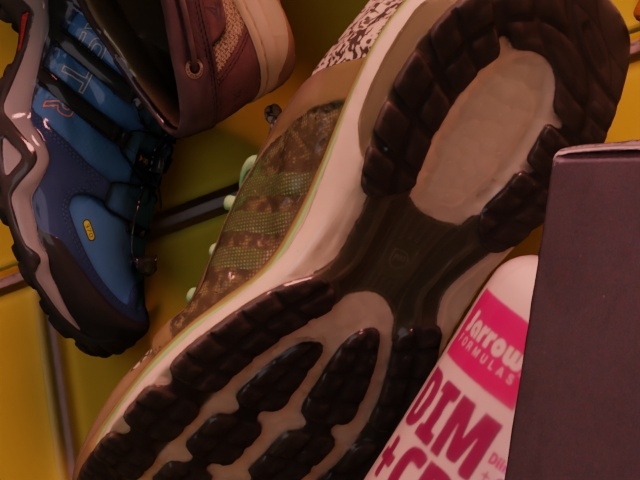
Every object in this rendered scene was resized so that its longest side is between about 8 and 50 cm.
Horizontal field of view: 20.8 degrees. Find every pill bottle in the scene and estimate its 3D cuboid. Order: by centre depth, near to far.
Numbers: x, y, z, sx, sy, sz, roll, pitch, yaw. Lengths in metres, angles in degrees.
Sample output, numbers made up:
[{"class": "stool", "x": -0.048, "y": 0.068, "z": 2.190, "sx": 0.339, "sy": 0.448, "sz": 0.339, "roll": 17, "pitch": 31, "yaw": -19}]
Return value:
[{"class": "pill bottle", "x": 0.120, "y": 0.108, "z": 0.846, "sx": 0.160, "sy": 0.160, "sz": 0.283, "roll": 35, "pitch": 96, "yaw": 30}]

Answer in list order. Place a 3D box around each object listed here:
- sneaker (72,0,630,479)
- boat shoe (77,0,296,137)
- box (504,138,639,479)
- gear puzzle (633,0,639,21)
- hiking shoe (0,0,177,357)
[{"class": "sneaker", "x": 0.000, "y": 0.000, "z": 0.980, "sx": 0.410, "sy": 0.158, "sz": 0.182, "roll": -51, "pitch": 30, "yaw": 12}, {"class": "boat shoe", "x": -0.120, "y": -0.186, "z": 0.958, "sx": 0.103, "sy": 0.092, "sz": 0.285, "roll": -13, "pitch": 115, "yaw": 48}, {"class": "box", "x": 0.227, "y": 0.160, "z": 0.666, "sx": 0.179, "sy": 0.312, "sz": 0.343, "roll": 1, "pitch": 79, "yaw": 48}, {"class": "gear puzzle", "x": 0.181, "y": -0.258, "z": 0.958, "sx": 0.175, "sy": 0.044, "sz": 0.339, "roll": -13, "pitch": 73, "yaw": 26}, {"class": "hiking shoe", "x": -0.123, "y": -0.084, "z": 1.053, "sx": 0.132, "sy": 0.113, "sz": 0.304, "roll": -9, "pitch": 82, "yaw": 16}]
